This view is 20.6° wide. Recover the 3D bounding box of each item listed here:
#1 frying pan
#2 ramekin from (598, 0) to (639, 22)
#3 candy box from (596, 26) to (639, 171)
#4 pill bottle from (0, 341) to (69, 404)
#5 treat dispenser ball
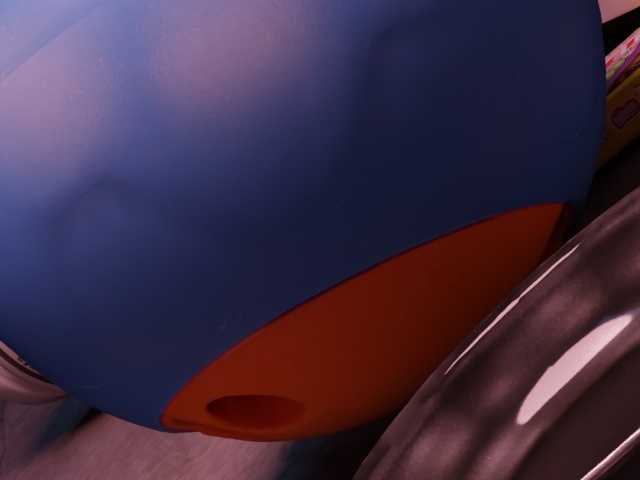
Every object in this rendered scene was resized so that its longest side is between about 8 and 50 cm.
[{"bbox_3d":[0.118,-0.004,0.530,0.326,0.053,0.197,-47,8,-23],"label":"frying pan"},{"bbox_3d":[0.130,-0.192,0.949,0.273,0.127,0.273,-27,12,6],"label":"ramekin"},{"bbox_3d":[0.145,-0.072,0.829,0.206,0.027,0.105,-42,5,21],"label":"candy box"},{"bbox_3d":[-0.187,0.007,1.483,0.210,0.210,0.363,-51,10,-36],"label":"pill bottle"},{"bbox_3d":[-0.028,-0.062,0.717,0.288,0.288,0.288,-44,8,8],"label":"treat dispenser ball"}]
